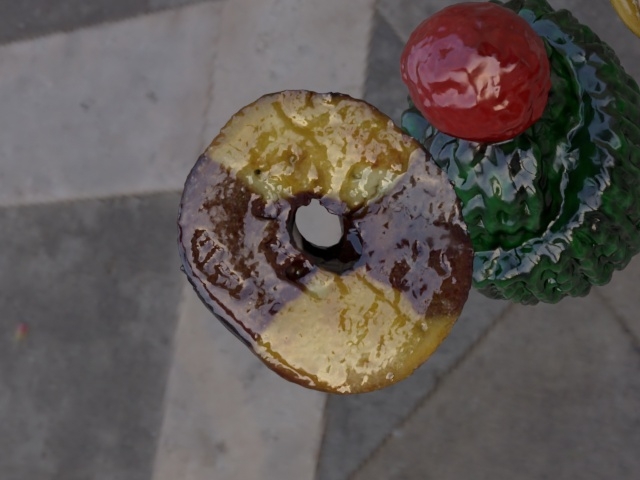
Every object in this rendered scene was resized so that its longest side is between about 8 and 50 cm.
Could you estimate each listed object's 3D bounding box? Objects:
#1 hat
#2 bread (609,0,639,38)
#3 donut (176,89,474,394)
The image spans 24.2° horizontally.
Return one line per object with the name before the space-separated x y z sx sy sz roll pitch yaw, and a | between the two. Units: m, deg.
hat | 0.151 -0.094 1.292 0.242 0.332 0.274 -30 67 16
bread | 0.207 -0.278 0.940 0.142 0.305 0.091 -24 11 -2
donut | 0.000 0.000 0.903 0.166 0.184 0.073 -59 11 -5
